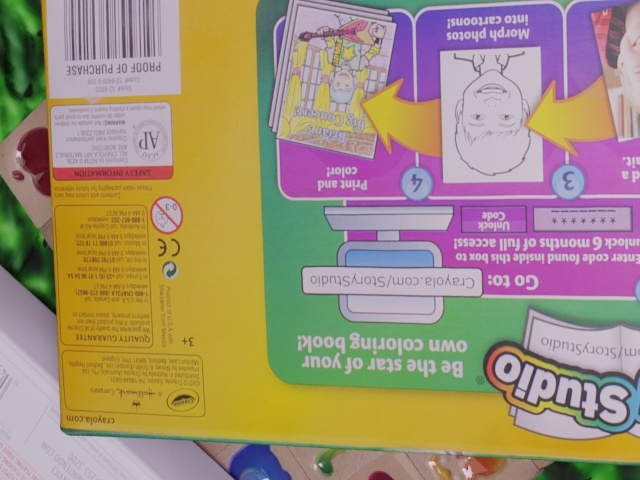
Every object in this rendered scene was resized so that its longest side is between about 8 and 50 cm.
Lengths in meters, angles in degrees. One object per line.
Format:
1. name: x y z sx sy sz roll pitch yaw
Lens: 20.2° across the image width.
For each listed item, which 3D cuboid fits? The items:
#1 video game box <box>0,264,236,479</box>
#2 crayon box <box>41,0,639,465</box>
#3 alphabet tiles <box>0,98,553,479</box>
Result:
1. video game box: -0.123 0.135 0.726 0.205 0.048 0.187 41 111 17
2. crayon box: 0.043 -0.015 0.606 0.278 0.081 0.165 0 95 26
3. alphabet tiles: 0.000 0.000 0.679 0.198 0.009 0.237 -40 77 23
